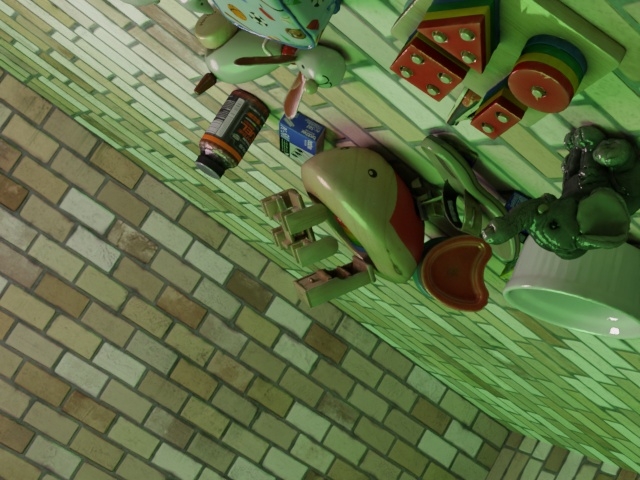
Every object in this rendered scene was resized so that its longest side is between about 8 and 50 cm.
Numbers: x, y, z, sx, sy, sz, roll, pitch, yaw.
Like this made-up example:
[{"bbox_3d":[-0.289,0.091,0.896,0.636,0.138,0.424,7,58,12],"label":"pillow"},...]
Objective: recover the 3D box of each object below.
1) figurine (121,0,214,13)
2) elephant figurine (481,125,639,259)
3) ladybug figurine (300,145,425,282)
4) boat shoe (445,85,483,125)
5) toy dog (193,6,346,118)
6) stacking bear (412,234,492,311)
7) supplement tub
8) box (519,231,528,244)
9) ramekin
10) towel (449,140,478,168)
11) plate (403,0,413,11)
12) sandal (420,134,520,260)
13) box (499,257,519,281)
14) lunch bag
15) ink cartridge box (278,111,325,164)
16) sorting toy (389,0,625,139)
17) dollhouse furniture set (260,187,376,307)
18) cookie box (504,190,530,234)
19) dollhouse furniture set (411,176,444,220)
[{"bbox_3d":[-0.307,-0.494,1.838,0.209,0.092,0.215,20,164,29],"label":"figurine"},{"bbox_3d":[0.392,-0.039,1.553,0.186,0.239,0.169,24,166,29],"label":"elephant figurine"},{"bbox_3d":[0.112,-0.064,2.236,0.305,0.162,0.449,44,174,29],"label":"ladybug figurine"},{"bbox_3d":[0.242,-0.219,1.673,0.043,0.049,0.137,29,163,2],"label":"boat shoe"},{"bbox_3d":[-0.122,-0.319,1.882,0.220,0.161,0.333,38,166,-29],"label":"toy dog"},{"bbox_3d":[0.292,0.066,2.417,0.164,0.175,0.289,4,-178,-5],"label":"stacking bear"},{"bbox_3d":[-0.207,-0.238,2.314,0.106,0.198,0.106,30,168,7],"label":"supplement tub"},{"bbox_3d":[0.411,-0.009,2.042,0.067,0.018,0.083,18,-164,-34],"label":"box"},{"bbox_3d":[0.495,0.079,1.911,0.277,0.135,0.277,17,167,4],"label":"ramekin"},{"bbox_3d":[0.267,-0.161,1.920,0.060,0.009,0.083,29,167,7],"label":"towel"},{"bbox_3d":[0.201,-0.297,1.514,0.188,0.024,0.188,30,167,8],"label":"plate"},{"bbox_3d":[0.273,-0.071,1.941,0.303,0.086,0.120,49,168,-20],"label":"sandal"},{"bbox_3d":[0.478,0.085,2.302,0.105,0.043,0.179,31,165,-1],"label":"box"},{"bbox_3d":[-0.116,-0.430,1.556,0.243,0.115,0.303,27,168,31],"label":"lunch bag"},{"bbox_3d":[-0.043,-0.230,2.310,0.097,0.046,0.207,29,167,6],"label":"ink cartridge box"},{"bbox_3d":[0.234,-0.250,1.390,0.257,0.089,0.255,33,160,-7],"label":"sorting toy"},{"bbox_3d":[0.000,0.000,2.225,0.212,0.161,0.242,-147,37,-69],"label":"dollhouse furniture set"},{"bbox_3d":[0.407,-0.044,1.965,0.107,0.040,0.092,30,168,6],"label":"cookie box"},{"bbox_3d":[0.261,-0.096,2.192,0.081,0.091,0.114,-20,170,22],"label":"dollhouse furniture set"}]
